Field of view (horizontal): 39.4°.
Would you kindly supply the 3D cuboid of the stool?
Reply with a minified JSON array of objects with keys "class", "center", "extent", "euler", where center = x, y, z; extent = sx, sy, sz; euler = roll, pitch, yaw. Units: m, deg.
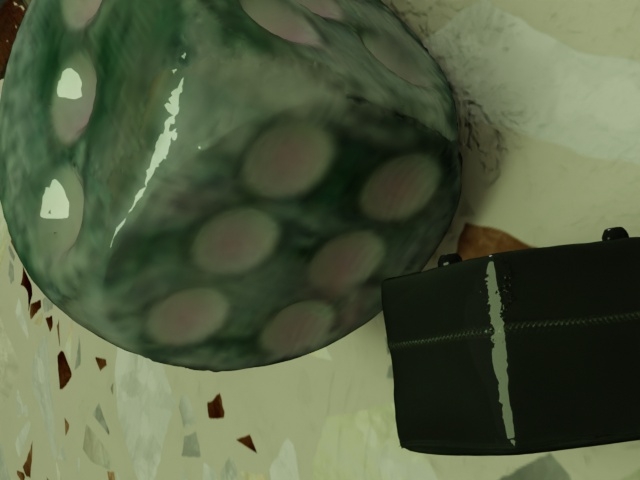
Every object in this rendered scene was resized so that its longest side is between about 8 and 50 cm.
[{"class":"stool","center":[0.162,0.076,0.652],"extent":[0.232,0.232,0.141],"euler":[-20,74,54]}]

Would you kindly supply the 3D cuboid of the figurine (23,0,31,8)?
[{"class":"figurine","center":[-0.277,-0.461,1.202],"extent":[0.361,0.266,0.378],"euler":[-35,64,44]}]

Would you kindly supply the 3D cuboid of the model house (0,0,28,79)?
[{"class":"model house","center":[-0.510,-0.398,1.475],"extent":[0.295,0.329,0.252],"euler":[-43,62,45]}]

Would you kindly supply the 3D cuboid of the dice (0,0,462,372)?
[{"class":"dice","center":[-0.091,-0.097,0.857],"extent":[0.328,0.330,0.348],"euler":[-53,51,28]}]
